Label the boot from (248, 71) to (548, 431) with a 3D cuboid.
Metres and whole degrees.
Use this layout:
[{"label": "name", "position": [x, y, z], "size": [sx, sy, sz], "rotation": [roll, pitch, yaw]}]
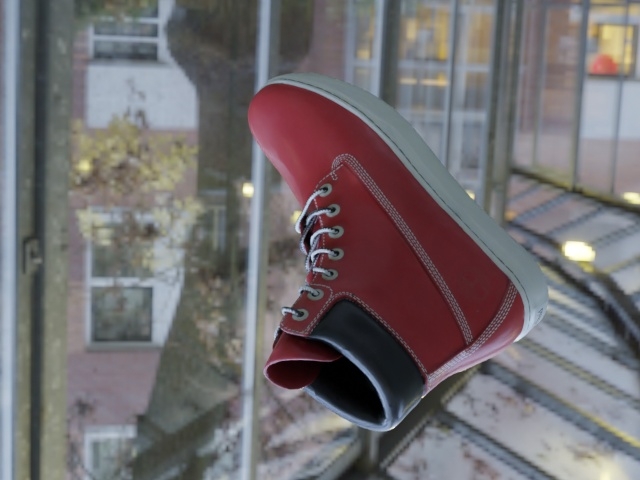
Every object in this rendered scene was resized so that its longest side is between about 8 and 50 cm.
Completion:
[{"label": "boot", "position": [0.000, 0.000, 0.745], "size": [0.176, 0.088, 0.244], "rotation": [-29, -117, -35]}]
